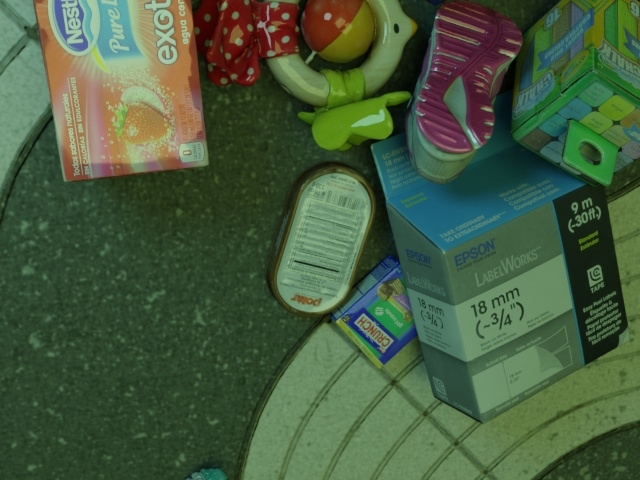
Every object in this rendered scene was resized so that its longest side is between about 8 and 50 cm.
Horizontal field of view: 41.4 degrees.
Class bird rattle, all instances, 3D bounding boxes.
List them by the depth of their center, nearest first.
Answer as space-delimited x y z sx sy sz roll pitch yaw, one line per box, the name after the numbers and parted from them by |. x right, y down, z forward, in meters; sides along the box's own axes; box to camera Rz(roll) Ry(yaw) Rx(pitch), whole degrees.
-0.008 -0.215 0.927 0.253 0.143 0.207 38 81 -7 | bird rattle

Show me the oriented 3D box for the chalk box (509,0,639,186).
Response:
0.302 -0.159 0.933 0.132 0.132 0.213 26 52 -19 | chalk box

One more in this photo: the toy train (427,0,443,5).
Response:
0.146 -0.388 0.910 0.143 0.105 0.248 36 70 -14 | toy train

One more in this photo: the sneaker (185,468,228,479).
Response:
-0.153 0.356 1.051 0.076 0.065 0.166 27 100 -35 | sneaker

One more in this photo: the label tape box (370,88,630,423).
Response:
0.220 0.010 1.002 0.240 0.106 0.334 -24 110 -21 | label tape box

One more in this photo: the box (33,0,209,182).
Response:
-0.202 -0.222 0.835 0.142 0.154 0.300 -8 107 -12 | box

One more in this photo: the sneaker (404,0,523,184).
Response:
0.145 -0.165 0.936 0.103 0.111 0.252 24 56 1 | sneaker

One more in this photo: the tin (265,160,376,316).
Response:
0.000 0.000 1.005 0.106 0.040 0.190 15 100 -13 | tin

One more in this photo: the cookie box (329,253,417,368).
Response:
0.079 0.088 1.043 0.107 0.040 0.092 -42 112 0 | cookie box
